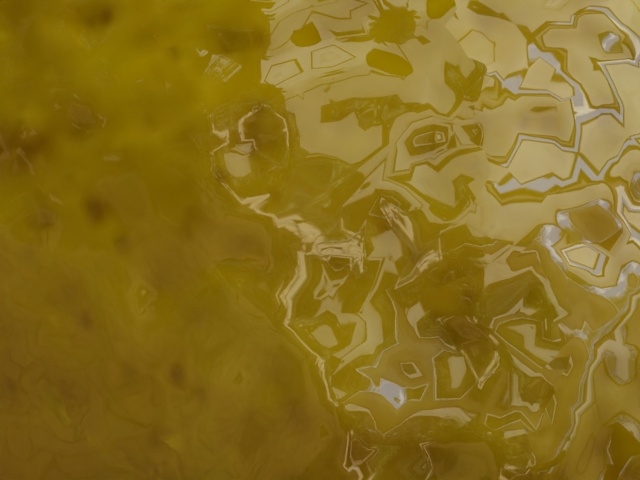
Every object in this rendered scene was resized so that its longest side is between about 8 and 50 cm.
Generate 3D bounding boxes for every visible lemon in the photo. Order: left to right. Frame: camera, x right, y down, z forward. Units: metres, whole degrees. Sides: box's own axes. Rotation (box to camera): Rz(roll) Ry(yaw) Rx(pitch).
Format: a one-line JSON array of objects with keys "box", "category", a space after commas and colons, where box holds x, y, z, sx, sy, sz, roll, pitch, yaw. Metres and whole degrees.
[{"box": [0.000, 0.000, 0.541, 0.350, 0.349, 0.387, 87, -11, -51], "category": "lemon"}]
